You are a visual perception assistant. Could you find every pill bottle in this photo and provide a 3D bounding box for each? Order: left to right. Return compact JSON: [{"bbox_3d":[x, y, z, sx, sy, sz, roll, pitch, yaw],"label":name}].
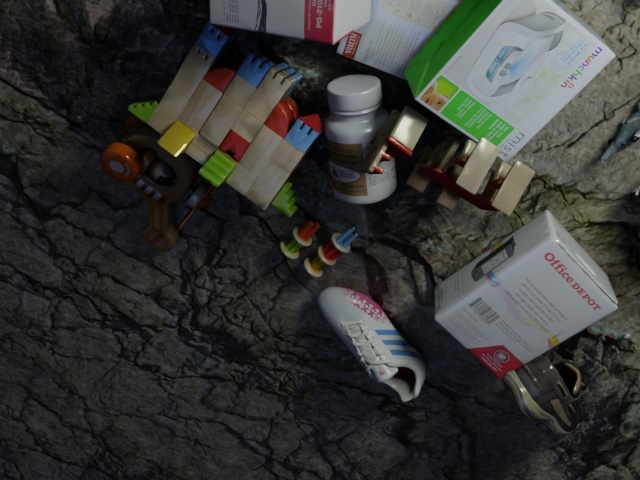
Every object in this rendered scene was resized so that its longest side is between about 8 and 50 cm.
[{"bbox_3d":[0.076,-0.197,1.538,0.131,0.131,0.229,0,123,13],"label":"pill bottle"}]

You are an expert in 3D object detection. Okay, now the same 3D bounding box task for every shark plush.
[{"bbox_3d":[0.575,-0.205,1.452,0.161,0.067,0.073,-30,112,29],"label":"shark plush"}]

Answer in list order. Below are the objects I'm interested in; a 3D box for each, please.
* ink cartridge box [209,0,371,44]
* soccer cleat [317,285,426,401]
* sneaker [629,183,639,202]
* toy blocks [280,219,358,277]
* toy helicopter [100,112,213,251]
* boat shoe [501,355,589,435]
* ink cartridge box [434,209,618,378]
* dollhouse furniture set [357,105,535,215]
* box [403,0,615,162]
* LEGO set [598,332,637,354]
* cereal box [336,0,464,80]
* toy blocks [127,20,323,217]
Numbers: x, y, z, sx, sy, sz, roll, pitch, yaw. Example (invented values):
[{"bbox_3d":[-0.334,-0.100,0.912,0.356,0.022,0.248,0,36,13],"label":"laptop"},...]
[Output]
[{"bbox_3d":[-0.050,-0.422,1.361,0.237,0.172,0.100,15,123,19],"label":"ink cartridge box"},{"bbox_3d":[0.122,0.238,1.816,0.331,0.143,0.116,41,123,-15],"label":"soccer cleat"},{"bbox_3d":[0.713,-0.010,1.536,0.121,0.108,0.302,-30,105,29],"label":"sneaker"},{"bbox_3d":[0.000,0.000,1.738,0.123,0.054,0.148,38,124,-14],"label":"toy blocks"},{"bbox_3d":[-0.332,-0.098,1.718,0.235,0.140,0.355,17,139,5],"label":"toy helicopter"},{"bbox_3d":[0.523,0.335,1.723,0.130,0.132,0.355,-39,147,17],"label":"boat shoe"},{"bbox_3d":[0.423,0.119,1.659,0.306,0.131,0.226,-38,109,25],"label":"ink cartridge box"},{"bbox_3d":[0.214,-0.121,1.451,0.259,0.262,0.135,30,87,-14],"label":"dollhouse furniture set"},{"bbox_3d":[0.320,-0.308,1.370,0.231,0.126,0.262,31,119,-24],"label":"box"},{"bbox_3d":[0.661,0.224,1.756,0.083,0.023,0.054,31,124,8],"label":"LEGO set"},{"bbox_3d":[0.167,-0.382,1.442,0.240,0.047,0.173,22,126,-1],"label":"cereal box"},{"bbox_3d":[-0.143,-0.253,1.543,0.381,0.191,0.261,37,111,-1],"label":"toy blocks"}]
